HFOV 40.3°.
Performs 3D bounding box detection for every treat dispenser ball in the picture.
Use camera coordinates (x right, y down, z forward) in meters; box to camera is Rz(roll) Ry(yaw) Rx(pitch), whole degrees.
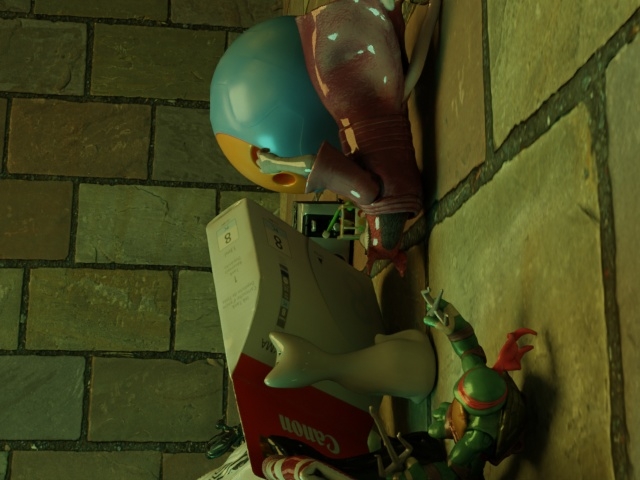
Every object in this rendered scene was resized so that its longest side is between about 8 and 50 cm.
[{"bbox_3d":[-0.036,-0.218,1.417,0.288,0.288,0.288,-178,90,-83],"label":"treat dispenser ball"}]

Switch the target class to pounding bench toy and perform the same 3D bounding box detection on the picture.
[{"bbox_3d":[0.044,-0.035,1.529,0.052,0.083,0.065,153,118,-82],"label":"pounding bench toy"}]

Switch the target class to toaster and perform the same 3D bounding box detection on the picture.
[{"bbox_3d":[0.000,0.000,1.766,0.185,0.110,0.168,-140,53,-81],"label":"toaster"}]

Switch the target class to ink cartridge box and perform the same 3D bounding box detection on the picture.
[{"bbox_3d":[-0.002,0.161,1.192,0.308,0.091,0.385,35,-151,-44],"label":"ink cartridge box"}]

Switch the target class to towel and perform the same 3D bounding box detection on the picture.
[{"bbox_3d":[0.068,0.242,0.747,0.037,0.237,0.329,-62,0,-16],"label":"towel"}]

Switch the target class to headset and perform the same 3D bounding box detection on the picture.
[{"bbox_3d":[-0.096,0.425,1.649,0.243,0.185,0.394,49,163,33],"label":"headset"}]

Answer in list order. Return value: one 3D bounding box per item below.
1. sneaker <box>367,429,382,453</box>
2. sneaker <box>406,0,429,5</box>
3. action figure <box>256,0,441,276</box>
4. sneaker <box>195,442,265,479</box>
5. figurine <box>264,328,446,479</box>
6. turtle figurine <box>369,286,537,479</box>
[{"bbox_3d":[-0.015,0.297,1.358,0.256,0.151,0.094,6,61,53],"label":"sneaker"},{"bbox_3d":[0.128,-0.354,1.153,0.032,0.037,0.083,137,136,-82],"label":"sneaker"},{"bbox_3d":[0.084,-0.137,1.136,0.275,0.248,0.370,-18,80,37],"label":"action figure"},{"bbox_3d":[-0.103,0.407,1.223,0.366,0.137,0.210,-46,19,16],"label":"sneaker"},{"bbox_3d":[0.033,0.207,1.042,0.092,0.209,0.215,115,156,-58],"label":"figurine"},{"bbox_3d":[0.120,0.152,0.756,0.234,0.118,0.175,76,-146,-55],"label":"turtle figurine"}]
